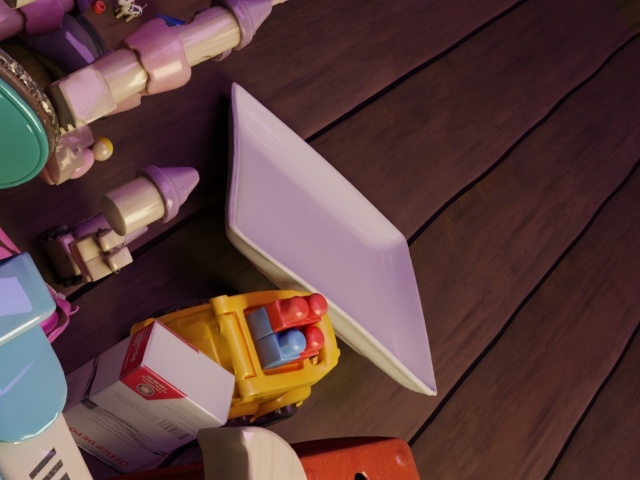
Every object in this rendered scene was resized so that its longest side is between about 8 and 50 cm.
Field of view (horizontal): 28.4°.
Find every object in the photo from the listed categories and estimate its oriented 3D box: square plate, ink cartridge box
[{"bbox_3d":[0.000,0.000,1.561,0.347,0.049,0.344,41,22,-26],"label":"square plate"},{"bbox_3d":[-0.176,0.156,1.238,0.109,0.150,0.063,40,38,-27],"label":"ink cartridge box"}]

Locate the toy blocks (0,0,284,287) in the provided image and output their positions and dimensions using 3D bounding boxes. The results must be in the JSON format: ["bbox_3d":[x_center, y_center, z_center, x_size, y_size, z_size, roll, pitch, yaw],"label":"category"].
[{"bbox_3d":[-0.172,-0.153,1.243,0.260,0.288,0.309,-30,101,-29],"label":"toy blocks"}]

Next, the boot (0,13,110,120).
[{"bbox_3d":[-0.335,-0.223,1.363,0.161,0.083,0.246,-24,85,-43],"label":"boot"}]

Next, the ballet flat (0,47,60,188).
[{"bbox_3d":[-0.438,-0.181,1.015,0.483,0.164,0.182,14,38,-36],"label":"ballet flat"}]

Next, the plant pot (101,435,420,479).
[{"bbox_3d":[-0.026,0.320,1.243,0.267,0.236,0.267,0,68,-50],"label":"plant pot"}]

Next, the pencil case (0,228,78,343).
[{"bbox_3d":[-0.325,0.018,1.197,0.098,0.095,0.209,-39,103,-17],"label":"pencil case"}]

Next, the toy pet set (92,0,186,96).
[{"bbox_3d":[-0.202,-0.239,1.522,0.114,0.065,0.122,5,64,-48],"label":"toy pet set"}]

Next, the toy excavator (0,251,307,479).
[{"bbox_3d":[-0.259,0.149,0.964,0.433,0.222,0.445,-31,101,-35],"label":"toy excavator"}]

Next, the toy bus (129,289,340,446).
[{"bbox_3d":[-0.058,0.113,1.357,0.220,0.211,0.149,-4,69,-52],"label":"toy bus"}]
